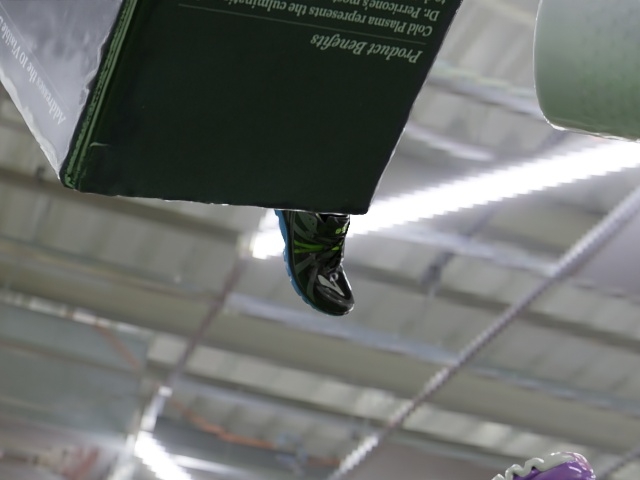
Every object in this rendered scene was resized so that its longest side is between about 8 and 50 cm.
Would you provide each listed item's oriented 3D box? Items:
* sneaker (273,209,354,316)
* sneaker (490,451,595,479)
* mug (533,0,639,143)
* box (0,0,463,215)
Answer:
[{"bbox_3d":[0.000,0.000,1.965,0.078,0.188,0.067,-8,13,37],"label":"sneaker"},{"bbox_3d":[0.149,0.277,1.463,0.236,0.104,0.095,-42,-32,9],"label":"sneaker"},{"bbox_3d":[0.490,-0.250,2.184,0.328,0.276,0.374,11,9,27],"label":"mug"},{"bbox_3d":[-0.092,-0.348,1.403,0.297,0.480,0.471,6,-58,-35],"label":"box"}]
